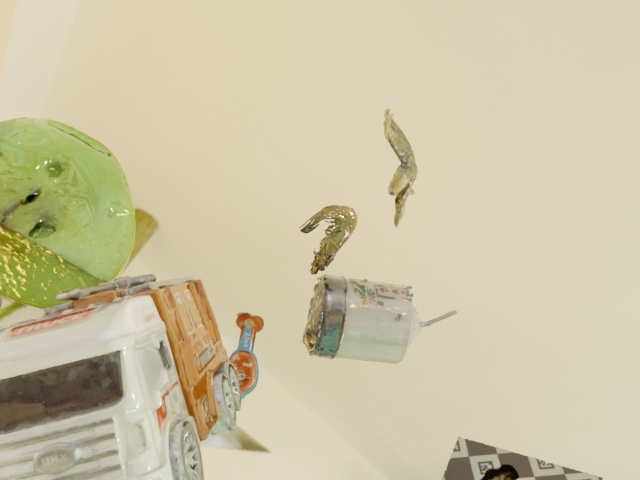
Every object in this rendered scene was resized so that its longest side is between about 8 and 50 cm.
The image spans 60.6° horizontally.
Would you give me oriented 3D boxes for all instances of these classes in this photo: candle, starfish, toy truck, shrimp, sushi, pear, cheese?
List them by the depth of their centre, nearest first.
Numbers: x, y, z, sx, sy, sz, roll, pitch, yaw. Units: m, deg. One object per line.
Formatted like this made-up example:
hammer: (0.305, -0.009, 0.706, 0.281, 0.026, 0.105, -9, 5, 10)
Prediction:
toy truck: (-0.205, 0.142, 0.591, 0.173, 0.207, 0.387, -14, -1, -2)
sushi: (0.301, 0.478, 0.873, 0.264, 0.290, 0.050, 8, -52, 28)
starfish: (0.127, -0.114, 0.891, 0.053, 0.176, 0.208, -4, -55, 22)
pear: (-0.501, -0.065, 1.009, 0.342, 0.318, 0.238, 36, -47, -18)
shrimp: (0.001, 0.001, 1.096, 0.124, 0.034, 0.178, 12, -56, -42)
candle: (0.129, 0.178, 1.206, 0.330, 0.187, 0.187, 8, -35, -8)
cheese: (-0.227, 0.342, 1.623, 0.106, 0.256, 0.037, 9, -6, -4)

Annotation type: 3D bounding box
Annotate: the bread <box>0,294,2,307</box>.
bread: (-0.448, 0.104, 0.584, 0.067, 0.119, 0.192, 34, 9, 9)
